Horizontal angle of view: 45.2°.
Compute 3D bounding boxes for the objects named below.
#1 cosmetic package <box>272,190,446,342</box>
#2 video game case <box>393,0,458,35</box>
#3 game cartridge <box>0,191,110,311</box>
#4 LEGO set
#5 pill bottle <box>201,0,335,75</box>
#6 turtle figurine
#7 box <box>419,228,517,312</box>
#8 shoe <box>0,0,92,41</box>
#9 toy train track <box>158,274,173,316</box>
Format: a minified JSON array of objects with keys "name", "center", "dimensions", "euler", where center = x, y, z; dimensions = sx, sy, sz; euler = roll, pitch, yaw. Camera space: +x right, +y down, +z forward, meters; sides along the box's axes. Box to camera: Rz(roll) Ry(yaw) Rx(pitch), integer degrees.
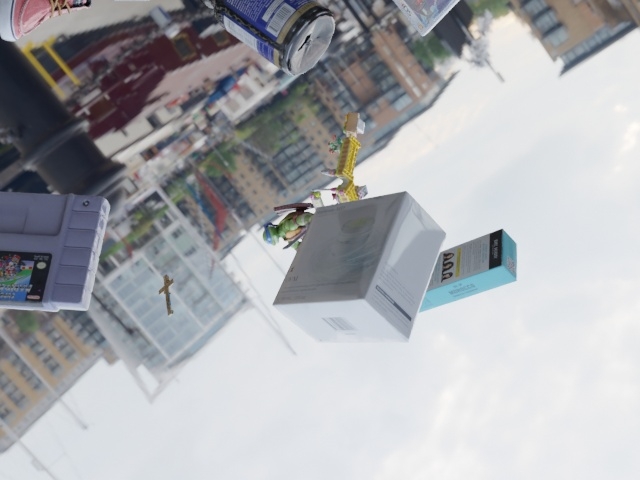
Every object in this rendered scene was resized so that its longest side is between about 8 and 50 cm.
[{"name":"cosmetic package","center":[0.069,0.050,1.352],"dimensions":[0.224,0.138,0.224],"euler":[-9,-133,45]},{"name":"video game case","center":[0.207,-0.545,1.580],"dimensions":[0.023,0.183,0.201],"euler":[-40,-178,-30]},{"name":"game cartridge","center":[-0.597,0.016,1.458],"dimensions":[0.068,0.355,0.230],"euler":[81,13,-63]},{"name":"LEGO set","center":[0.040,-0.143,1.749],"dimensions":[0.107,0.286,0.132],"euler":[1,-164,33]},{"name":"pill bottle","center":[-0.094,-0.375,1.250],"dimensions":[0.123,0.219,0.122],"euler":[-45,163,-18]},{"name":"turtle figurine","center":[0.000,0.000,2.015],"dimensions":[0.266,0.197,0.274],"euler":[-23,-151,-11]},{"name":"box","center":[0.290,0.067,1.609],"dimensions":[0.244,0.060,0.100],"euler":[-23,-140,36]},{"name":"shoe","center":[-0.340,-0.310,0.971],"dimensions":[0.063,0.081,0.178],"euler":[102,-5,-47]},{"name":"toy train track","center":[-0.275,0.101,1.403],"dimensions":[0.048,0.014,0.083],"euler":[-37,-129,33]}]
